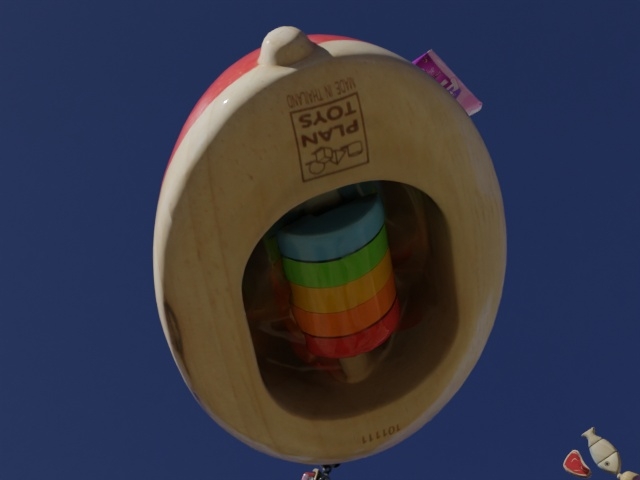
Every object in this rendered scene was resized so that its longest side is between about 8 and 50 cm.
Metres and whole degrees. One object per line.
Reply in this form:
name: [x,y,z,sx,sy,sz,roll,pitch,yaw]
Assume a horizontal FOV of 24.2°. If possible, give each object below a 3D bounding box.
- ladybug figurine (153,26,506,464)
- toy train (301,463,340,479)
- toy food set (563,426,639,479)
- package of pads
ladybug figurine: [0.000,0.000,1.272,0.305,0.162,0.449,-17,-49,-12]
toy train: [-0.007,0.284,1.704,0.036,0.158,0.027,5,-29,24]
toy food set: [0.314,0.271,1.655,0.078,0.122,0.019,-41,-32,-2]
package of pads: [0.121,-0.152,1.533,0.050,0.083,0.032,-38,-12,-14]
